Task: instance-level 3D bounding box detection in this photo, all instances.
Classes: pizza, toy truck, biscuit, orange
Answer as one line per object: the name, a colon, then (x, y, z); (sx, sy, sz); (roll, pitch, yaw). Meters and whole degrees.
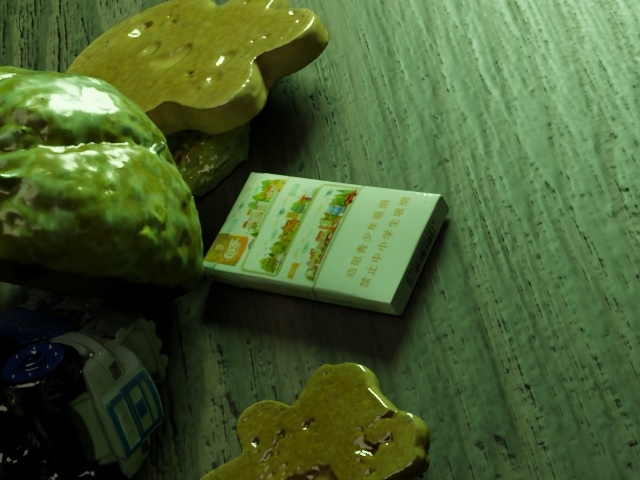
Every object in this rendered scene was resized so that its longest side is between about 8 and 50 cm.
pizza: (-0.129, -0.101, 1.193); (0.160, 0.036, 0.099); (-40, 46, -3)
toy truck: (-0.233, 0.128, 1.014); (0.213, 0.161, 0.177); (9, 37, 35)
biscuit: (-0.027, 0.210, 0.886); (0.249, 0.035, 0.184); (-45, 45, -7)
orange: (-0.275, -0.058, 1.051); (0.368, 0.270, 0.211); (14, 96, 41)
biscuit: (-0.154, -0.195, 1.247); (0.354, 0.052, 0.275); (10, 49, 44)

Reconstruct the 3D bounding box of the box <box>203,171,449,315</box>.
box: (0.000, 0.000, 1.041); (0.220, 0.032, 0.122); (9, 61, 35)
